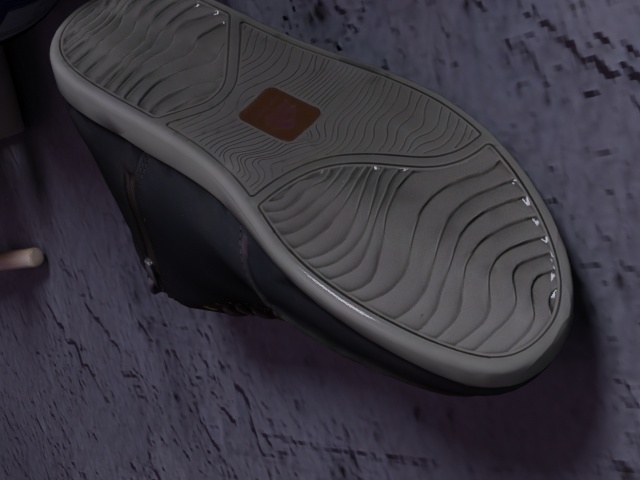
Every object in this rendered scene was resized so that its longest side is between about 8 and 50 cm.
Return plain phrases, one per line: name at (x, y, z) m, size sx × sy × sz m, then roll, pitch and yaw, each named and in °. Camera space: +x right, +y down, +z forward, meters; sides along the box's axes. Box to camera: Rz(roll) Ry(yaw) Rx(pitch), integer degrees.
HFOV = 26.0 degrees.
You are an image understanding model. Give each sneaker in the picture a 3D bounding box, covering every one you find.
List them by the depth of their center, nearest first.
sneaker at (0.000, 0.000, 0.492) m, size 0.222 × 0.083 × 0.118 m, roll 37°, pitch 155°, yaw 33°

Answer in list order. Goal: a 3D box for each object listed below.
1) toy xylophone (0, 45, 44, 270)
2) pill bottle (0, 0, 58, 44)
toy xylophone at (-0.269, -0.076, 0.820) m, size 0.322 × 0.081 × 0.236 m, roll -14°, pitch 96°, yaw 49°
pill bottle at (-0.153, -0.144, 0.574) m, size 0.219 × 0.122 × 0.123 m, roll 174°, pitch 79°, yaw -71°
